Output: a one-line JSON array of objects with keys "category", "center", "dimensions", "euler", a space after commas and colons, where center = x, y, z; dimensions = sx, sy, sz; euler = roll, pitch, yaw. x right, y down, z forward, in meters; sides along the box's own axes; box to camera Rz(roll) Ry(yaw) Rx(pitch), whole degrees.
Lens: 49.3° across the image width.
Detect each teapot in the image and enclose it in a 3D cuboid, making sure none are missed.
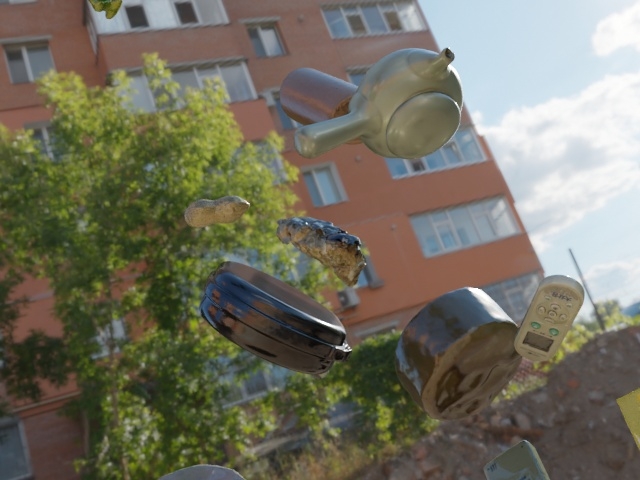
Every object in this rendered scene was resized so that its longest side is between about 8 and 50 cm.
[{"category": "teapot", "center": [0.112, -0.207, 1.231], "dimensions": [0.318, 0.149, 0.220], "euler": [-31, -42, 1]}]

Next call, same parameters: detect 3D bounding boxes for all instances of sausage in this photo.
[{"category": "sausage", "center": [0.023, -0.277, 1.445], "dimensions": [0.123, 0.253, 0.123], "euler": [-14, -62, -27]}]

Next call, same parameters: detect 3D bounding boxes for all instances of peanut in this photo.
[{"category": "peanut", "center": [-0.280, -0.079, 1.878], "dimensions": [0.187, 0.082, 0.082], "euler": [-7, -15, 9]}]

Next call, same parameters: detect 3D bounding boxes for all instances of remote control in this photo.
[{"category": "remote control", "center": [0.407, 0.140, 1.246], "dimensions": [0.078, 0.042, 0.221], "euler": [18, -41, 12]}, {"category": "remote control", "center": [0.417, 0.534, 1.371], "dimensions": [0.123, 0.285, 0.038], "euler": [-41, -61, 15]}]

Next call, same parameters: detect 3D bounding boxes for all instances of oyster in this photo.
[{"category": "oyster", "center": [0.015, 0.003, 1.619], "dimensions": [0.162, 0.233, 0.107], "euler": [-16, -41, -45]}]

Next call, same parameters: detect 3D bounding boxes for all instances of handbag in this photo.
[{"category": "handbag", "center": [-0.074, 0.126, 1.132], "dimensions": [0.093, 0.254, 0.308], "euler": [-61, 7, 1]}]

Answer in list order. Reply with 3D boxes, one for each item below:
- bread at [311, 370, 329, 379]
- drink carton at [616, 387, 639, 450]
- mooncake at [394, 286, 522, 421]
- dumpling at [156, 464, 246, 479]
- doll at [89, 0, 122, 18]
[{"category": "bread", "center": [-0.048, 0.221, 1.457], "dimensions": [0.064, 0.172, 0.232], "euler": [-48, -8, -10]}, {"category": "drink carton", "center": [0.502, 0.318, 0.807], "dimensions": [0.111, 0.351, 0.155], "euler": [26, -52, -35]}, {"category": "mooncake", "center": [0.309, 0.257, 1.529], "dimensions": [0.285, 0.155, 0.284], "euler": [-19, -49, -23]}, {"category": "dumpling", "center": [-0.168, 0.422, 0.902], "dimensions": [0.293, 0.163, 0.205], "euler": [17, 23, 35]}, {"category": "doll", "center": [-0.319, -0.499, 0.949], "dimensions": [0.099, 0.341, 0.346], "euler": [-20, 26, 32]}]
